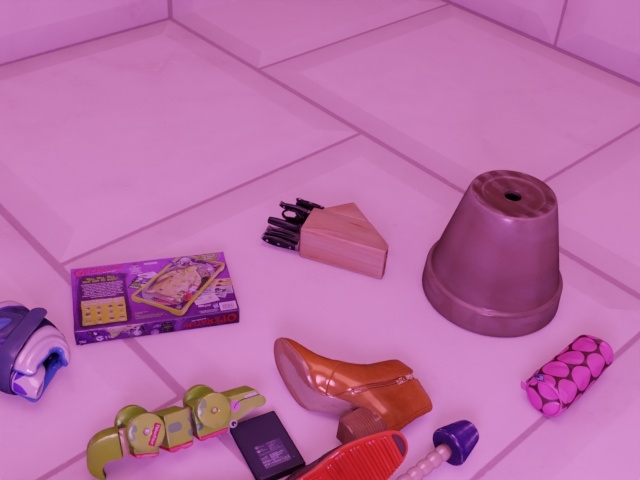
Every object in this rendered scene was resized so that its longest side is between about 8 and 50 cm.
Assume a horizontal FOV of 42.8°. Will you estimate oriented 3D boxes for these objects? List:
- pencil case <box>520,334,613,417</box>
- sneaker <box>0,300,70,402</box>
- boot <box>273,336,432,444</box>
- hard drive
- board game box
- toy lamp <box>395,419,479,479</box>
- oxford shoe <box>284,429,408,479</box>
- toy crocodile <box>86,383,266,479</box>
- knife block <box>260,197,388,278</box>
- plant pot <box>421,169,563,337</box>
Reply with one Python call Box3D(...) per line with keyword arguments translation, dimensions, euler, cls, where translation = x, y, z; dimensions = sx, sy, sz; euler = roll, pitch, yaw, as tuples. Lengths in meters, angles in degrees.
Box3D(translation=(0.505, 0.269, 1.670), dimensions=(0.209, 0.095, 0.098), euler=(-26, 32, -36), cls="pencil case")
Box3D(translation=(-0.639, 0.240, 1.549), dimensions=(0.236, 0.130, 0.322), euler=(29, 39, 34), cls="sneaker")
Box3D(translation=(0.063, 0.273, 1.621), dimensions=(0.211, 0.104, 0.295), euler=(-19, 49, -35), cls="boot")
Box3D(translation=(-0.099, 0.382, 1.514), dimensions=(0.094, 0.022, 0.135), euler=(-16, 43, -23), cls="hard drive")
Box3D(translation=(-0.366, 0.121, 1.799), dimensions=(0.346, 0.056, 0.208), euler=(-6, 44, -14), cls="board game box")
Box3D(translation=(0.180, 0.409, 1.464), dimensions=(0.274, 0.080, 0.080), euler=(-26, 47, -34), cls="toy lamp")
Box3D(translation=(0.021, 0.395, 1.400), dimensions=(0.271, 0.097, 0.098), euler=(-26, 9, -7), cls="oxford shoe")
Box3D(translation=(-0.261, 0.338, 1.492), dimensions=(0.340, 0.105, 0.115), euler=(-13, 4, -28), cls="toy crocodile")
Box3D(translation=(0.000, 0.000, 1.956), dimensions=(0.242, 0.088, 0.276), euler=(-14, 42, -21), cls="knife block")
Box3D(translation=(0.404, 0.009, 1.833), dimensions=(0.323, 0.280, 0.323), euler=(3, 39, -2), cls="plant pot")
